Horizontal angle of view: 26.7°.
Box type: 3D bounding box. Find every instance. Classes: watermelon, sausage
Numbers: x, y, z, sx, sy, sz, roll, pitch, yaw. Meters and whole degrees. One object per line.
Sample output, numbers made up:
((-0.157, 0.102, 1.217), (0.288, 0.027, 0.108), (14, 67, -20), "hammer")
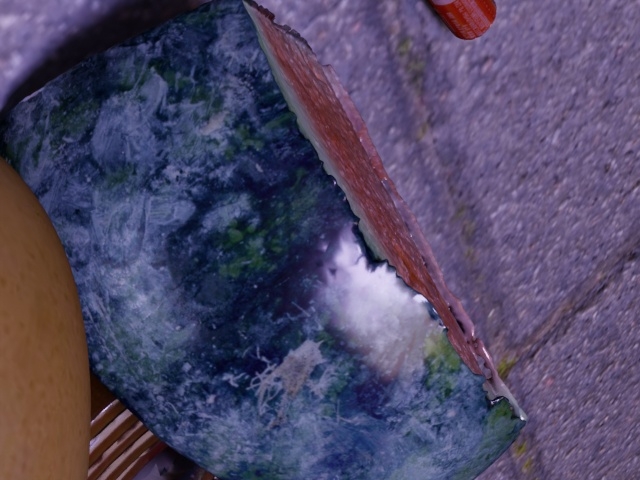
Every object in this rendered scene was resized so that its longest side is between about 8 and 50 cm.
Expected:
((0.000, 0.000, 0.686), (0.148, 0.318, 0.226), (-38, -160, 33), "watermelon")
((0.068, -0.164, 0.804), (0.034, 0.034, 0.129), (-52, 146, 0), "sausage")

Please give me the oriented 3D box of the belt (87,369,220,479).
((-0.149, 0.169, 0.783), (0.217, 0.122, 0.339), (18, 105, -52), "belt")

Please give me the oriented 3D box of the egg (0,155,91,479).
((-0.215, 0.093, 0.508), (0.322, 0.250, 0.250), (-65, 150, -19), "egg")
